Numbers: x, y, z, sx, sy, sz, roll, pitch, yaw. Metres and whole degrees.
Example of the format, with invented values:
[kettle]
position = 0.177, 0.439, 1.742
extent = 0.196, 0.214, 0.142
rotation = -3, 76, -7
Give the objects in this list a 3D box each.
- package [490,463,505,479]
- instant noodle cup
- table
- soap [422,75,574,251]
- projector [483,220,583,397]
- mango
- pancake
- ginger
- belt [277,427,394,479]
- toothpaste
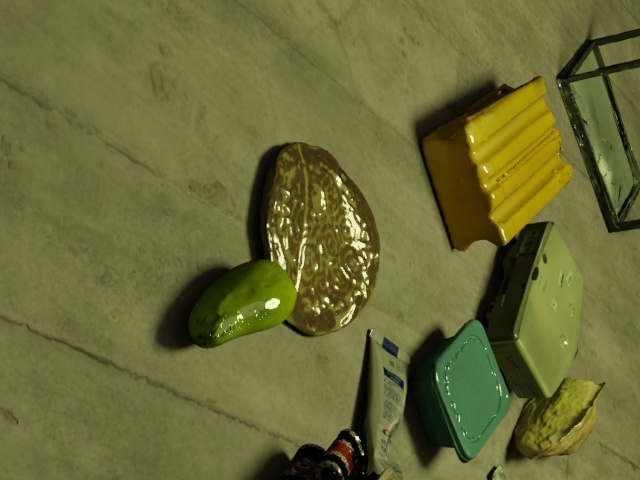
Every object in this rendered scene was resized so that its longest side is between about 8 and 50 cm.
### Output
[package]
position = 0.284, 0.400, 1.890
extent = 0.037, 0.015, 0.110
rotation = -34, 108, -52
[instant noodle cup]
position = 0.194, 0.214, 1.763
extent = 0.179, 0.070, 0.157
rotation = -38, 111, -52
[table]
position = 0.660, -0.228, 2.368
extent = 0.222, 0.272, 0.335
rotation = -47, 120, -50
[soap]
position = 0.289, -0.131, 1.964
extent = 0.324, 0.096, 0.204
rotation = -34, 110, -53
[projector]
position = 0.349, 0.121, 1.991
extent = 0.193, 0.088, 0.269
rotation = 57, 41, -32
[mango]
position = -0.088, 0.070, 1.378
extent = 0.165, 0.091, 0.074
rotation = -32, 119, -55
[pancake]
position = 0.000, 0.000, 1.572
extent = 0.250, 0.031, 0.250
rotation = 19, 66, -51
[ginger]
position = 0.379, 0.314, 1.980
extent = 0.193, 0.115, 0.122
rotation = -38, 130, -40
[belt]
position = 0.047, 0.402, 1.470
extent = 0.094, 0.126, 0.359
rotation = -48, 126, -60
[toothpaste]
position = 0.085, 0.251, 1.620
extent = 0.096, 0.061, 0.266
rotation = 40, 44, -41
